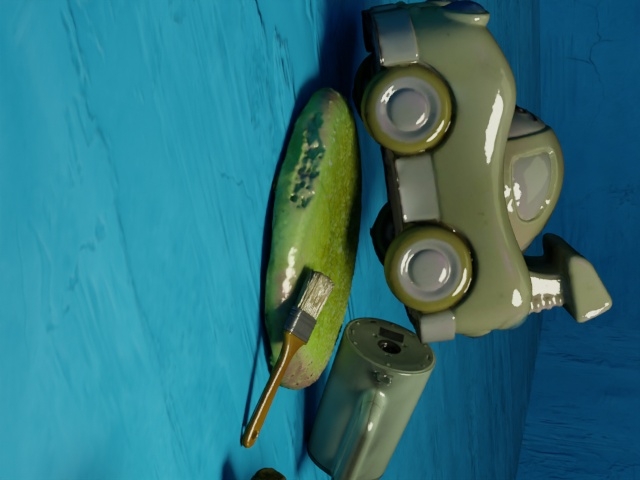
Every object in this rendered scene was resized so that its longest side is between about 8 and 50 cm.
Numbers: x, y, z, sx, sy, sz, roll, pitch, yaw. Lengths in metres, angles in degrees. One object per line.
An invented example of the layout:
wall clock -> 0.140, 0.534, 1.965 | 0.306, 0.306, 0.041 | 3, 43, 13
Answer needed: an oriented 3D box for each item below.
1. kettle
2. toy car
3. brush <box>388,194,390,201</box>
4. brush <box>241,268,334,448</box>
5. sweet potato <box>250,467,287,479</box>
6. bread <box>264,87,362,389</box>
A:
kettle -> 0.052, 0.172, 1.807 | 0.127, 0.098, 0.148 | 53, -50, 49
toy car -> 0.156, -0.080, 1.805 | 0.242, 0.226, 0.336 | -102, -175, -81
brush -> 0.123, -0.013, 2.212 | 0.323, 0.070, 0.051 | 81, 23, -52
brush -> -0.032, 0.107, 1.589 | 0.170, 0.014, 0.043 | -66, 151, -9
sweet potato -> -0.035, 0.268, 1.622 | 0.273, 0.075, 0.075 | 62, 35, -63
bread -> 0.000, 0.005, 1.720 | 0.301, 0.045, 0.301 | 8, 90, -78
